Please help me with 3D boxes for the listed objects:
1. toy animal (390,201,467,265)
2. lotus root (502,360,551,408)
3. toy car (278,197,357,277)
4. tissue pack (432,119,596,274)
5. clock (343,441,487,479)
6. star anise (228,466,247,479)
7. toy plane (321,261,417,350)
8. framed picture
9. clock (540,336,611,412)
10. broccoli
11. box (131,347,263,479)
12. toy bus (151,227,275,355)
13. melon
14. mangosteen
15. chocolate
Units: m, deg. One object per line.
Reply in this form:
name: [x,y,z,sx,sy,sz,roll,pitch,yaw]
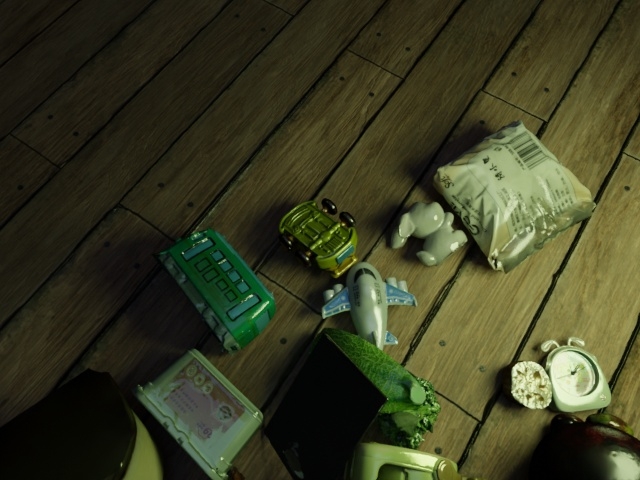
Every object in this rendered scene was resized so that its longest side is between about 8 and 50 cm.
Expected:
toy animal: [0.317,-0.015,1.328,0.193,0.127,0.178,41,76,12]
lotus root: [0.545,0.383,1.194,0.113,0.081,0.122,8,69,2]
toy car: [0.000,0.000,1.316,0.200,0.142,0.248,-38,51,-14]
tissue pack: [0.569,-0.141,1.339,0.390,0.195,0.375,-30,75,-10]
clock: [0.216,0.551,1.049,0.308,0.235,0.096,10,59,1]
star anise: [-0.173,0.661,1.114,0.141,0.144,0.158,-15,51,43]
toy plane: [0.133,0.184,1.256,0.267,0.122,0.266,0,66,0]
framed picture: [-0.002,0.424,1.085,0.244,0.013,0.323,40,103,44]
clock: [0.674,0.358,1.212,0.152,0.062,0.190,-7,68,-1]
broccoli: [0.211,0.430,1.147,0.196,0.156,0.195,2,101,11]
box: [-0.298,0.431,1.147,0.312,0.175,0.182,38,65,14]
toy bus: [-0.280,0.127,1.248,0.199,0.183,0.343,-38,74,-16]
melon: [0.098,0.334,1.118,0.324,0.124,0.196,0,68,48]
mangosteen: [0.625,0.542,1.034,0.297,0.296,0.313,-9,42,-3]
chocolate: [-0.537,0.534,1.046,0.314,0.296,0.326,-35,55,-20]
